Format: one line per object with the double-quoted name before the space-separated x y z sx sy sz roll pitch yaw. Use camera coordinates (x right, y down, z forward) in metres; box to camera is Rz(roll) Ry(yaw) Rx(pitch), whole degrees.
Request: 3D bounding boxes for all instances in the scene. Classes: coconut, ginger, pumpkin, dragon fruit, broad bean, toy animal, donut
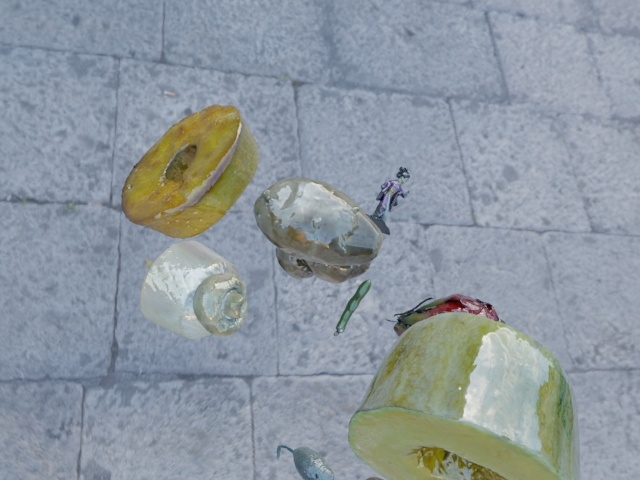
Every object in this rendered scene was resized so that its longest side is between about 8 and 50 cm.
"coconut" -0.413 0.149 1.865 0.329 0.329 0.328 8 63 -16
"ginger" 0.000 0.000 1.171 0.245 0.304 0.155 9 65 9
"pumpkin" 0.218 0.249 0.877 0.333 0.332 0.199 28 59 -5
"dragon fruit" 0.289 0.228 1.368 0.293 0.233 0.233 10 61 9
"broad bean" 0.108 0.230 2.067 0.039 0.069 0.226 31 85 -4
"toy animal" -0.056 0.582 1.602 0.070 0.253 0.079 24 79 -38
"donut" -0.249 -0.129 1.202 0.110 0.303 0.302 47 51 -39

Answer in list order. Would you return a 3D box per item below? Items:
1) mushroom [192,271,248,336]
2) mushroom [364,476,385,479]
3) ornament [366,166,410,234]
"mushroom" -0.217 0.141 1.336 0.112 0.148 0.148 9 57 22
"mushroom" 0.146 0.685 1.585 0.123 0.052 0.123 17 58 -28
"ornament" 0.197 -0.117 1.651 0.081 0.088 0.203 28 73 30
